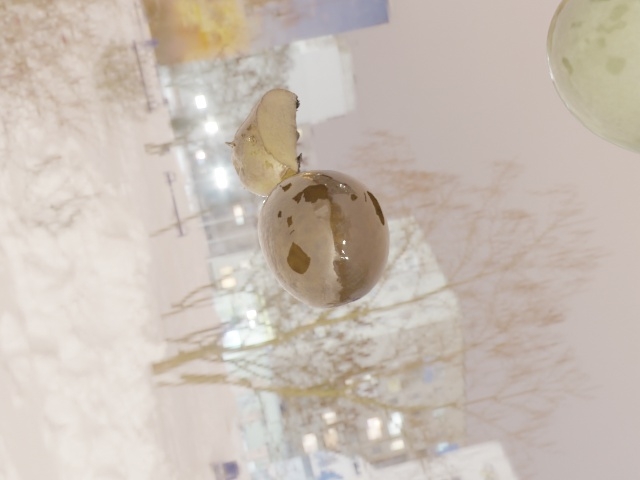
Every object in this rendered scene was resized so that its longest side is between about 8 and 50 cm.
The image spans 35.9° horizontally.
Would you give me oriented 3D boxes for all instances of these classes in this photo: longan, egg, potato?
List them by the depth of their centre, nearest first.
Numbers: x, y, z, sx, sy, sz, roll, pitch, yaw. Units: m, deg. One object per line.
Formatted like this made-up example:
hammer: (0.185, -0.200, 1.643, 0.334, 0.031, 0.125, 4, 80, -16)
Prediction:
longan: (0.000, 0.000, 0.731, 0.113, 0.092, 0.113, 27, -52, 40)
egg: (0.439, -0.220, 1.177, 0.258, 0.352, 0.259, 179, -90, -71)
potato: (-0.086, -0.134, 1.326, 0.100, 0.089, 0.172, -45, -147, 38)
